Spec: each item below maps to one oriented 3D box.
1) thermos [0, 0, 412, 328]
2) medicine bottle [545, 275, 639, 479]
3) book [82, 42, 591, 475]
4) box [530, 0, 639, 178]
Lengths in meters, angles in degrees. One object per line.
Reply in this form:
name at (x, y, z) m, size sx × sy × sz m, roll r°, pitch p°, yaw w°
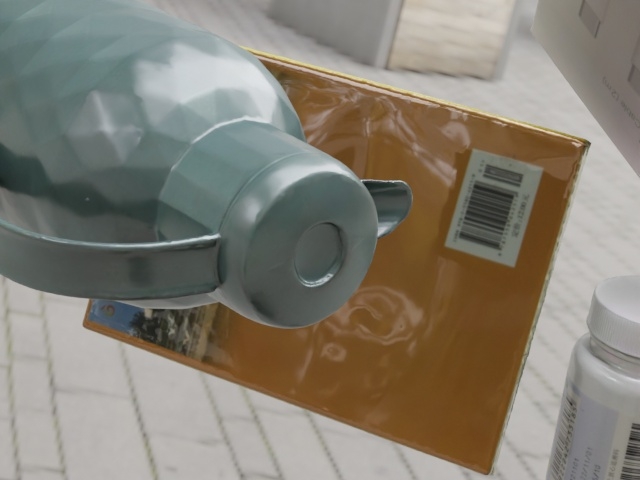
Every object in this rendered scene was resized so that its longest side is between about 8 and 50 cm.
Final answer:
thermos at (-0.101, -0.040, 0.728) m, size 0.182 × 0.145 × 0.286 m, roll -17°, pitch 29°, yaw -33°
medicine bottle at (0.227, 0.127, 1.083) m, size 0.103 × 0.186 × 0.103 m, roll 5°, pitch 24°, yaw -2°
book at (0.000, 0.000, 1.158) m, size 0.374 × 0.262 × 0.028 m, roll 18°, pitch 6°, yaw 23°
box at (0.261, -0.175, 1.067) m, size 0.106 × 0.251 × 0.203 m, roll -25°, pitch 64°, yaw -14°
